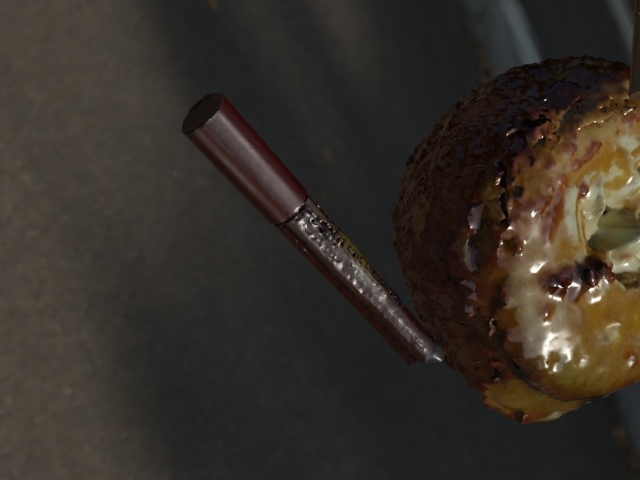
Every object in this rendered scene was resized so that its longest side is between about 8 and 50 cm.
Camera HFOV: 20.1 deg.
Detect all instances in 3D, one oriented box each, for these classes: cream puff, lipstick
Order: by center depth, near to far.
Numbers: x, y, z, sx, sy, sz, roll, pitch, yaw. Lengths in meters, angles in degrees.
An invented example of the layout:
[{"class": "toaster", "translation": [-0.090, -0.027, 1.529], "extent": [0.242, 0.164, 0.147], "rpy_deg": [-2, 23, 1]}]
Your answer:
[{"class": "lipstick", "translation": [0.000, 0.000, 0.858], "extent": [0.176, 0.027, 0.027], "rpy_deg": [47, 29, -25]}, {"class": "lipstick", "translation": [0.181, -0.122, 0.995], "extent": [0.019, 0.019, 0.094], "rpy_deg": [31, 61, -53]}, {"class": "cream puff", "translation": [0.147, -0.002, 1.174], "extent": [0.240, 0.164, 0.240], "rpy_deg": [-1, 92, -44]}]
